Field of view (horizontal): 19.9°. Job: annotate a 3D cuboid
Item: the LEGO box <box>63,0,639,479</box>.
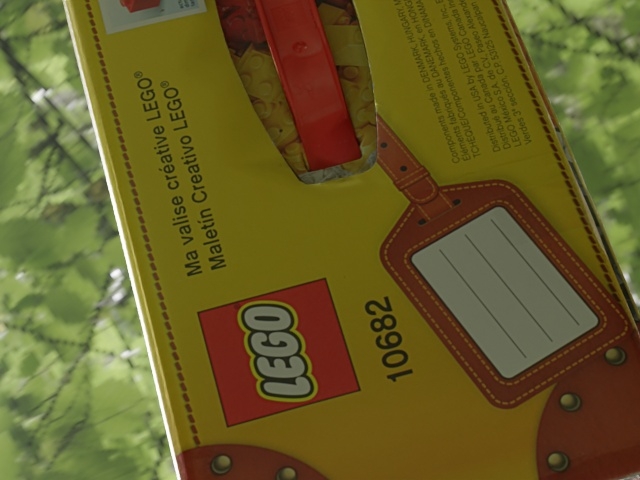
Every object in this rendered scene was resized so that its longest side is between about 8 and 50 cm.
[{"bbox_3d":[0.000,0.000,0.937,0.193,0.372,0.500,-15,-123,-4],"label":"LEGO box"}]
